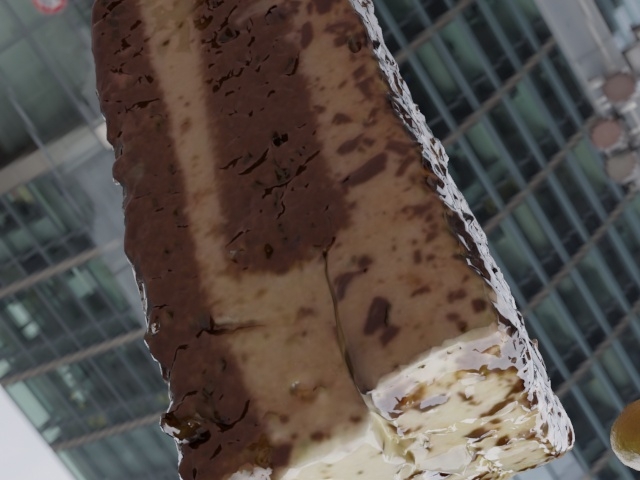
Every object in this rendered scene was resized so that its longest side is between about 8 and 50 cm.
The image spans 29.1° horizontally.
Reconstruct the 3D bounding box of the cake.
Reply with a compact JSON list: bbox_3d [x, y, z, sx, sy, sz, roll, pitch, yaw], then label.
[{"bbox_3d":[-0.001,-0.005,0.454,0.112,0.135,0.246,-27,-131,10],"label":"cake"}]

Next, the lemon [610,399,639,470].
[{"bbox_3d":[0.289,0.172,1.087,0.065,0.065,0.092,-33,178,0],"label":"lemon"}]
